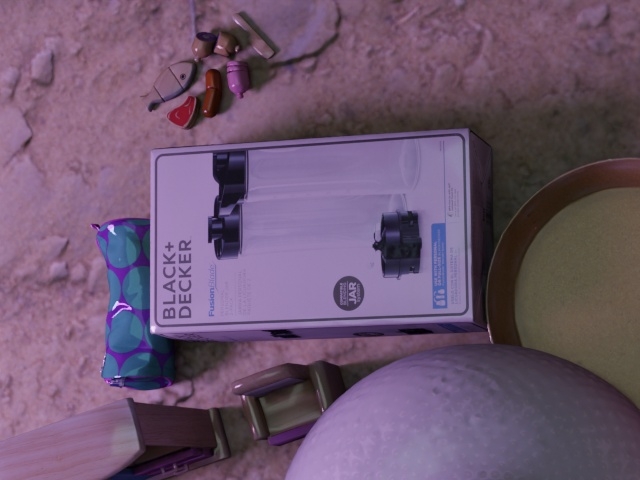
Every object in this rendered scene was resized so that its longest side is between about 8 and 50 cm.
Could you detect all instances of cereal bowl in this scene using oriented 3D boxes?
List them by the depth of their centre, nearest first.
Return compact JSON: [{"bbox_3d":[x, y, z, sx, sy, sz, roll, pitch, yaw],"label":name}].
[{"bbox_3d":[0.127,0.254,1.387,0.339,0.141,0.339,1,98,5],"label":"cereal bowl"}]

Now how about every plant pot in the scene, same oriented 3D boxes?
[{"bbox_3d":[0.255,0.050,1.471,0.236,0.032,0.236,-2,82,13],"label":"plant pot"}]

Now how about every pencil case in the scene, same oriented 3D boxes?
[{"bbox_3d":[-0.167,0.057,1.600,0.070,0.064,0.152,-4,81,12],"label":"pencil case"}]

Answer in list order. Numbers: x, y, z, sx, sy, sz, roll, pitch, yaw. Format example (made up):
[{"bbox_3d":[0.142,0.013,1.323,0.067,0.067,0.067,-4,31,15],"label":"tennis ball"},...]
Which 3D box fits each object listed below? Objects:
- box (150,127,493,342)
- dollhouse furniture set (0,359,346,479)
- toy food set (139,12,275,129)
[{"bbox_3d":[0.000,0.000,1.541,0.290,0.087,0.169,-2,82,18],"label":"box"},{"bbox_3d":[-0.097,0.283,1.479,0.286,0.198,0.303,-20,78,15],"label":"dollhouse furniture set"},{"bbox_3d":[-0.104,-0.148,1.629,0.122,0.019,0.078,-45,72,8],"label":"toy food set"}]
